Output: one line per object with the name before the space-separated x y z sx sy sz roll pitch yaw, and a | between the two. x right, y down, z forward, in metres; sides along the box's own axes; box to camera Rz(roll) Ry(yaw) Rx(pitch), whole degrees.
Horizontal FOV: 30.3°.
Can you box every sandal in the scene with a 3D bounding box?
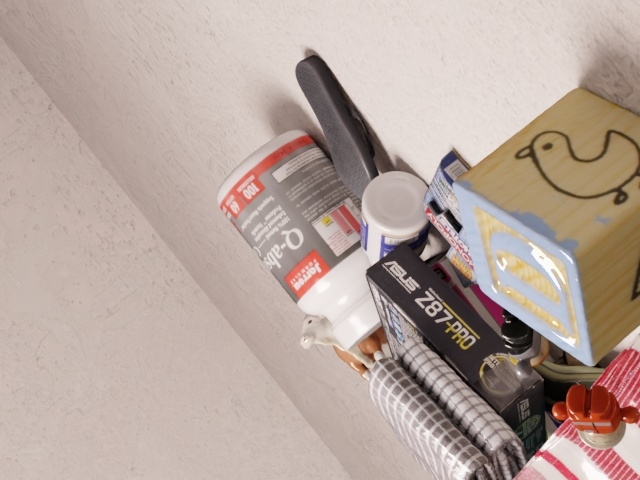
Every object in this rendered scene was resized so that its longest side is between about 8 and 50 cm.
sandal | 0.387 0.206 1.705 0.120 0.086 0.303 58 158 -19
sandal | 0.043 -0.184 1.911 0.097 0.054 0.254 -6 110 63

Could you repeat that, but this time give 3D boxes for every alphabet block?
alphabet block | 0.293 -0.017 1.312 0.192 0.197 0.193 37 157 40

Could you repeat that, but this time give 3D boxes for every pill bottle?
pill bottle | 0.000 0.000 2.094 0.363 0.210 0.210 51 163 8
pill bottle | 0.120 -0.020 1.910 0.112 0.112 0.187 47 162 20

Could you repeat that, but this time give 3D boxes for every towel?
towel | 0.192 0.304 1.764 0.235 0.121 0.284 43 166 35
towel | 0.413 0.304 1.538 0.237 0.037 0.329 45 116 23

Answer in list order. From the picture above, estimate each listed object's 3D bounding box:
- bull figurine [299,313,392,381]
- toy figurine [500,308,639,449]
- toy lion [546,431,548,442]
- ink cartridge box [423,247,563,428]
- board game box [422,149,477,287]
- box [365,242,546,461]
bull figurine | 0.094 0.206 2.244 0.310 0.101 0.188 9 -141 -52
toy figurine | 0.344 0.125 1.452 0.209 0.213 0.148 46 179 32
toy lion | 0.351 0.337 2.080 0.100 0.096 0.034 3 145 13
ink cartridge box | 0.297 0.175 1.928 0.371 0.069 0.176 51 164 0
board game box | 0.220 -0.011 1.753 0.194 0.060 0.194 49 162 12
box | 0.224 0.217 1.908 0.318 0.097 0.395 48 169 31
